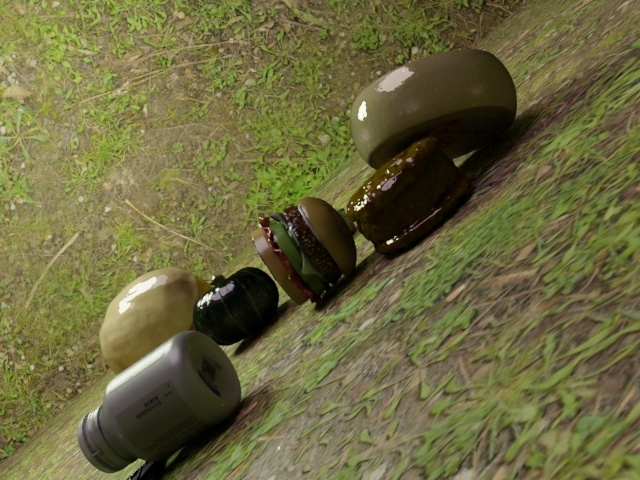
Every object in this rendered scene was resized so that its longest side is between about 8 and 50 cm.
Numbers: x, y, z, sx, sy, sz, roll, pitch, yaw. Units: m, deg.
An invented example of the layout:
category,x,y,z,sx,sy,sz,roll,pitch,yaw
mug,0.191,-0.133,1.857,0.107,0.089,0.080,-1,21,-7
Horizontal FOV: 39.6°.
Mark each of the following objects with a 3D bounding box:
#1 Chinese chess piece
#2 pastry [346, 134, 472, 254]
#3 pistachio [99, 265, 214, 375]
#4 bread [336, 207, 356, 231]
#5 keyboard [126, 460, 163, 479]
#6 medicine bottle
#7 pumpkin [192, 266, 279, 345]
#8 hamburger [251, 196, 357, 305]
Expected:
category,x,y,z,sx,sy,sz,roll,pitch,yaw
Chinese chess piece,0.180,-0.201,1.414,0.273,0.102,0.273,-16,-13,-4
pastry,0.127,-0.067,1.313,0.188,0.103,0.189,-41,8,7
pistachio,-0.366,0.190,2.020,0.309,0.230,0.230,-34,9,14
bread,0.000,0.000,1.738,0.117,0.064,0.156,-38,7,35
keyboard,-0.249,0.345,1.185,0.087,0.017,0.250,-42,7,1
medicine bottle,-0.228,0.231,1.231,0.215,0.135,0.135,-35,9,16
pumpkin,-0.154,0.118,1.608,0.167,0.125,0.167,-27,23,12
hamburger,-0.017,0.008,1.408,0.137,0.175,0.175,-34,8,3
